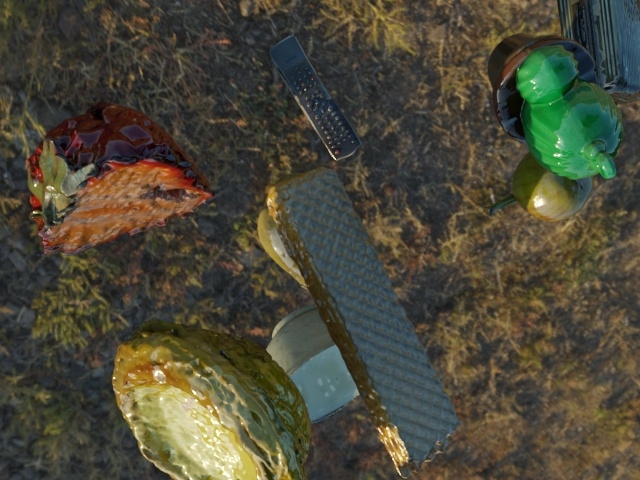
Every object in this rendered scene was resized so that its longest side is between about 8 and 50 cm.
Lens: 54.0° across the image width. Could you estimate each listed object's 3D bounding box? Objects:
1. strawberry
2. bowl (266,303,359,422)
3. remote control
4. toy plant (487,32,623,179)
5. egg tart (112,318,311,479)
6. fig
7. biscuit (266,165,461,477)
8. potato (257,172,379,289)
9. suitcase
[{"bbox_3d":[-0.294,-0.113,0.931,0.280,0.150,0.253,-21,163,-35],"label":"strawberry"},{"bbox_3d":[-0.009,0.209,1.170,0.313,0.146,0.313,-26,150,-17],"label":"bowl"},{"bbox_3d":[-0.008,-0.228,1.017,0.059,0.028,0.212,-32,99,-1],"label":"remote control"},{"bbox_3d":[0.229,-0.137,0.613,0.105,0.200,0.143,-30,128,9],"label":"toy plant"},{"bbox_3d":[-0.105,0.198,0.704,0.123,0.293,0.294,-44,144,-39],"label":"egg tart"},{"bbox_3d":[0.432,-0.097,1.208,0.148,0.142,0.186,-56,176,-13],"label":"fig"},{"bbox_3d":[0.052,0.093,0.753,0.094,0.379,0.054,-23,175,-30],"label":"biscuit"},{"bbox_3d":[0.000,0.000,1.265,0.296,0.141,0.192,44,76,-17],"label":"potato"},{"bbox_3d":[0.583,-0.431,1.281,0.202,0.128,0.313,-5,90,-44],"label":"suitcase"}]
